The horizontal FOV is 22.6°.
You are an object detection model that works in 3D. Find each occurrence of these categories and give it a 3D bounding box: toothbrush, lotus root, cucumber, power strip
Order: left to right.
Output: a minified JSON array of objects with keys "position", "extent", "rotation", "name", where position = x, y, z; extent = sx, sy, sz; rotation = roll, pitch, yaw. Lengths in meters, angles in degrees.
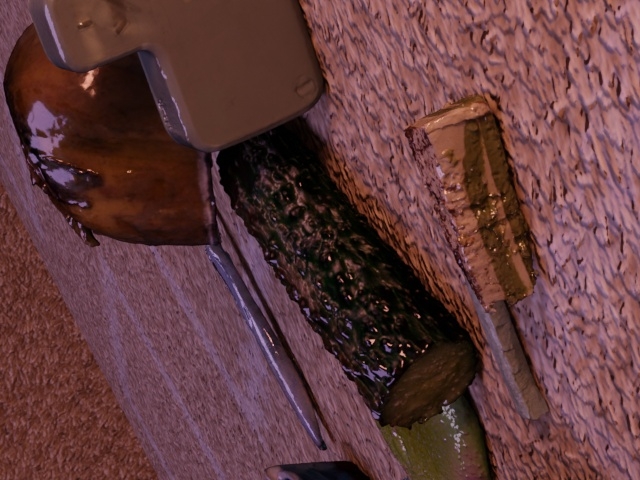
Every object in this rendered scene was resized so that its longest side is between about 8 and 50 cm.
[{"position":[-0.178,-0.101,1.425],"extent":[0.272,0.192,0.272],"rotation":[171,90,-81],"name":"lotus root"},{"position":[-0.121,-0.191,1.206],"extent":[0.059,0.193,0.265],"rotation":[27,138,63],"name":"power strip"},{"position":[-0.092,0.049,1.775],"extent":[0.413,0.042,0.035],"rotation":[61,164,8],"name":"toothbrush"},{"position":[0.000,0.000,1.291],"extent":[0.359,0.096,0.096],"rotation":[53,161,40],"name":"cucumber"}]

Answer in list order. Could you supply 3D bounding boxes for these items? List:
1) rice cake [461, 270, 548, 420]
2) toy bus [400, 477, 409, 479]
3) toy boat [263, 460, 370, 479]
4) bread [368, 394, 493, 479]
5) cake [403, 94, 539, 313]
[{"position":[0.127,0.069,1.106],"extent":[0.022,0.021,0.121],"rotation":[10,126,66],"name":"rice cake"},{"position":[0.085,0.265,1.512],"extent":[0.046,0.038,0.083],"rotation":[56,162,39],"name":"toy bus"},{"position":[0.031,0.349,1.631],"extent":[0.309,0.142,0.129],"rotation":[56,164,28],"name":"toy boat"},{"position":[0.077,0.139,1.359],"extent":[0.228,0.033,0.228],"rotation":[55,163,27],"name":"bread"},{"position":[0.096,-0.024,1.009],"extent":[0.055,0.051,0.140],"rotation":[-138,27,-66],"name":"cake"}]
